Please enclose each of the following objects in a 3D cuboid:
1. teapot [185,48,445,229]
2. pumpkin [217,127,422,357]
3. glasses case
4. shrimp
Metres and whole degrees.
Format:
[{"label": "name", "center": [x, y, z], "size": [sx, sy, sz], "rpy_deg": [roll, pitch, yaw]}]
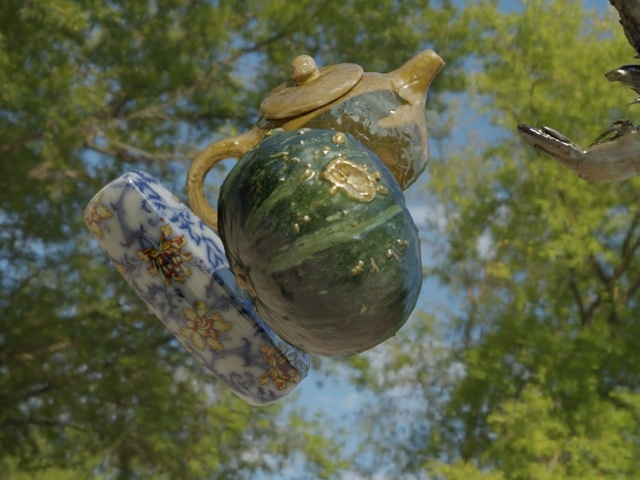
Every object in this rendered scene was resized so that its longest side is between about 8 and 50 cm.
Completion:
[{"label": "teapot", "center": [-0.005, -0.116, 1.185], "size": [0.311, 0.203, 0.167], "rpy_deg": [-24, -69, -1]}, {"label": "pumpkin", "center": [0.000, 0.002, 0.879], "size": [0.190, 0.146, 0.190], "rpy_deg": [43, -17, 16]}, {"label": "glasses case", "center": [-0.109, 0.044, 0.989], "size": [0.087, 0.065, 0.248], "rpy_deg": [-33, -79, 36]}, {"label": "shrimp", "center": [0.214, -0.137, 0.863], "size": [0.148, 0.195, 0.035], "rpy_deg": [-25, 0, 18]}]
